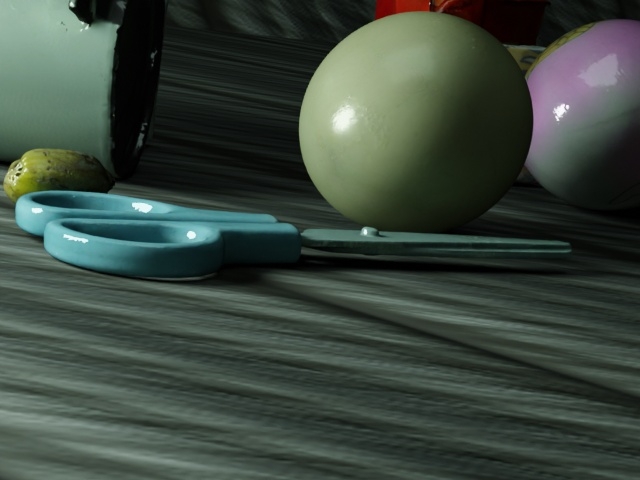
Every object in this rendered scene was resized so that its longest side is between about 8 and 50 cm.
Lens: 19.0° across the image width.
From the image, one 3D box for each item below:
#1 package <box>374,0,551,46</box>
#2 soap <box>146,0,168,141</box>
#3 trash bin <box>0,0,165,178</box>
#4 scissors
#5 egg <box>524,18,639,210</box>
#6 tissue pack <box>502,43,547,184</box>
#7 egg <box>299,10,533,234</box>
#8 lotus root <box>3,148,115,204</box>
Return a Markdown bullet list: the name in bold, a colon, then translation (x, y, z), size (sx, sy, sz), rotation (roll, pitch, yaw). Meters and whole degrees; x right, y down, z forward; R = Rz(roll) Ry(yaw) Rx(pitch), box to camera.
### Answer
- **package**: translation (0.159, -0.202, 2.252), size (0.123, 0.196, 0.423), rotation (7, 9, 23)
- **soap**: translation (-0.303, -0.195, 1.911), size (0.289, 0.173, 0.095), rotation (8, 10, 1)
- **trash bin**: translation (-0.286, -0.180, 1.697), size (0.262, 0.217, 0.277), rotation (8, -23, 4)
- **scissors**: translation (0.000, 0.000, 1.428), size (0.447, 0.029, 0.192), rotation (3, 11, -26)
- **egg**: translation (0.292, -0.123, 1.898), size (0.196, 0.196, 0.271), rotation (9, 10, 11)
- **tissue pack**: translation (0.193, -0.135, 2.018), size (0.108, 0.148, 0.060), rotation (2, 13, -29)
- **egg**: translation (0.078, -0.095, 1.588), size (0.186, 0.186, 0.241), rotation (11, 21, 22)
- **lotus root**: translation (-0.196, -0.043, 1.466), size (0.099, 0.049, 0.054), rotation (1, -24, -46)
